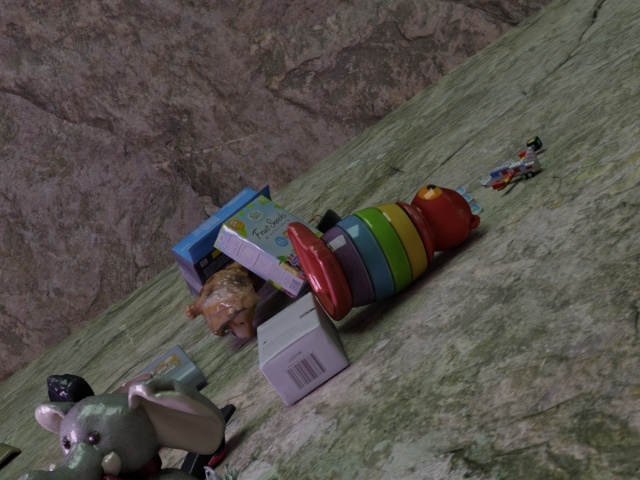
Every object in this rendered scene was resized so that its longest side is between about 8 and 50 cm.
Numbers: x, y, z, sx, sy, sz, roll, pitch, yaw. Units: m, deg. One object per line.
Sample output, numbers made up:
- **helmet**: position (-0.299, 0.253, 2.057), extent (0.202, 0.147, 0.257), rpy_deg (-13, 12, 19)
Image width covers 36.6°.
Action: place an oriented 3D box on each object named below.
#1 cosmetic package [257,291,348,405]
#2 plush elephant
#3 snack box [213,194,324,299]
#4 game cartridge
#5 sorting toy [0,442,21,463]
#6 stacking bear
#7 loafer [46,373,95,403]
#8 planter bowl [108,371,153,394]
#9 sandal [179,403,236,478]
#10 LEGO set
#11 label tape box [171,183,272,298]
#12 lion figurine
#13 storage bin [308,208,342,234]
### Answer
- **cosmetic package**: position (-0.033, 0.166, 1.538), extent (0.117, 0.085, 0.231), rpy_deg (-35, 12, 1)
- **plush elephant**: position (-0.230, 0.293, 1.119), extent (0.272, 0.255, 0.330), rpy_deg (-28, 13, 34)
- **snack box**: position (-0.090, 0.010, 2.024), extent (0.174, 0.207, 0.070), rpy_deg (-45, -17, -56)
- **game cartridge**: position (-0.339, 0.305, 1.966), extent (0.198, 0.062, 0.297), rpy_deg (-33, 10, -12)
- **sorting toy**: position (-0.847, 0.576, 2.376), extent (0.229, 0.041, 0.307), rpy_deg (-41, 12, -26)
- **stacking bear**: position (0.119, 0.001, 1.602), extent (0.289, 0.164, 0.175), rpy_deg (-26, 26, -11)
- **loafer**: position (-0.446, 0.326, 1.794), extent (0.078, 0.223, 0.076), rpy_deg (15, 47, 25)
- **planter bowl**: position (-0.334, 0.324, 1.703), extent (0.162, 0.109, 0.162), rpy_deg (-33, 11, 7)
- **sandal**: position (-0.171, 0.321, 1.430), extent (0.067, 0.040, 0.179), rpy_deg (-31, 25, 51)
- **LEGO set**: position (0.312, -0.118, 1.798), extent (0.244, 0.060, 0.182), rpy_deg (-34, 14, 6)
- **label tape box**: position (-0.217, 0.002, 2.273), extent (0.241, 0.106, 0.333), rpy_deg (-41, -27, -17)
- **lion figurine**: position (-0.150, 0.077, 2.099), extent (0.240, 0.142, 0.392), rpy_deg (-44, 9, 45)
- **storage bin**: position (0.000, 0.000, 2.166), extent (0.091, 0.098, 0.135), rpy_deg (-42, 7, 25)
